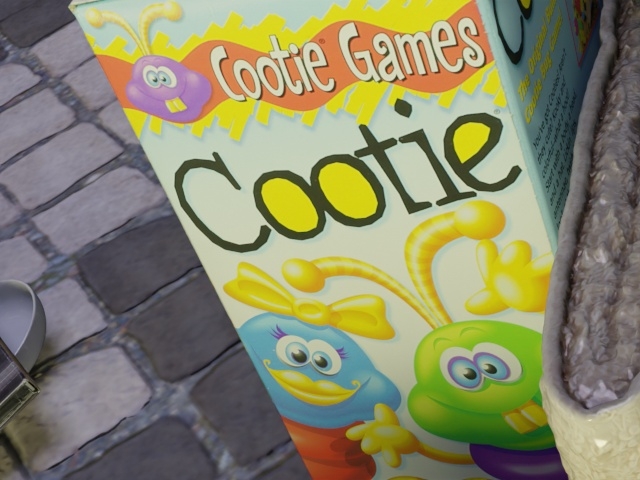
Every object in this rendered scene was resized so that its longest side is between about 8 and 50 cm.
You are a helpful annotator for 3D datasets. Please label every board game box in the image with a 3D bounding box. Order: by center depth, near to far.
[{"bbox_3d":[0.042,-0.024,0.528,0.142,0.275,0.144,-4,39,25],"label":"board game box"}]

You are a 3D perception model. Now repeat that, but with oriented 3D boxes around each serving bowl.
[{"bbox_3d":[-0.188,0.063,0.753,0.083,0.027,0.083,-22,41,21],"label":"serving bowl"}]

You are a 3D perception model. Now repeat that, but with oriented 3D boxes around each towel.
[{"bbox_3d":[0.143,0.020,0.493,0.049,0.187,0.282,-9,38,27],"label":"towel"}]

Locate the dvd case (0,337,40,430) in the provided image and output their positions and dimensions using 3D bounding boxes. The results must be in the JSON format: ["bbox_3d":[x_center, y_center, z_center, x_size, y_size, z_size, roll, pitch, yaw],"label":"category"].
[{"bbox_3d":[-0.259,0.090,0.746,0.164,0.018,0.221,-45,40,-7],"label":"dvd case"}]
